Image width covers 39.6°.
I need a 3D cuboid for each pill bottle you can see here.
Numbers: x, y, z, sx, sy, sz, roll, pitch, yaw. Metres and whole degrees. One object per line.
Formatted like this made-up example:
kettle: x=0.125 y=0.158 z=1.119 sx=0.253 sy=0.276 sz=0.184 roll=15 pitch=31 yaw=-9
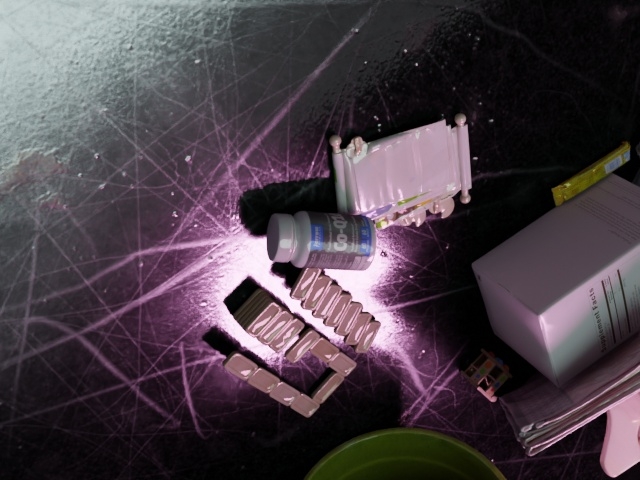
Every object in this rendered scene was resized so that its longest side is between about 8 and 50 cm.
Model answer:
pill bottle: x=0.000 y=0.000 z=1.206 sx=0.137 sy=0.078 sz=0.078 roll=3 pitch=115 yaw=-20

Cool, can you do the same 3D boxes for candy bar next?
candy bar: x=0.445 y=-0.110 z=1.450 sx=0.161 sy=0.018 sz=0.040 roll=-32 pitch=128 yaw=-11

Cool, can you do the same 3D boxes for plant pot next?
plant pot: x=0.142 y=0.564 z=1.482 sx=0.367 sy=0.366 sz=0.353 roll=-24 pitch=138 yaw=-16

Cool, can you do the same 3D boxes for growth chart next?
growth chart: x=0.120 y=-0.091 z=1.269 sx=0.237 sy=0.021 sz=0.171 roll=-15 pitch=124 yaw=-23

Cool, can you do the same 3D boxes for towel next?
towel: x=0.445 y=0.221 z=1.457 sx=0.317 sy=0.332 sz=0.053 roll=-33 pitch=86 yaw=5

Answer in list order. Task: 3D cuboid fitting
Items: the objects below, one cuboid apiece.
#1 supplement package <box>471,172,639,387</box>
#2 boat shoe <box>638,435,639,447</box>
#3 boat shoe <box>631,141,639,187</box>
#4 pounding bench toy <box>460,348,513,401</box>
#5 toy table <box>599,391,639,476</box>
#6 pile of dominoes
supplement package: x=0.425 y=0.059 z=1.432 sx=0.293 sy=0.177 sz=0.175 roll=-32 pitch=127 yaw=-10
boat shoe: x=0.644 y=0.284 z=1.717 sx=0.092 sy=0.103 sz=0.285 roll=-3 pitch=113 yaw=-27
boat shoe: x=0.565 y=-0.152 z=1.469 sx=0.081 sy=0.079 sz=0.227 roll=29 pitch=106 yaw=-14
pounding bench toy: x=0.297 y=0.236 z=1.541 sx=0.065 sy=0.052 sz=0.083 roll=-47 pitch=129 yaw=1
toy table: x=0.566 y=0.278 z=1.556 sx=0.252 sy=0.160 sz=0.274 roll=-33 pitch=174 yaw=8
pile of dominoes: x=-0.026 y=0.145 z=1.325 sx=0.196 sy=0.040 sz=0.251 roll=-47 pitch=138 yaw=1
